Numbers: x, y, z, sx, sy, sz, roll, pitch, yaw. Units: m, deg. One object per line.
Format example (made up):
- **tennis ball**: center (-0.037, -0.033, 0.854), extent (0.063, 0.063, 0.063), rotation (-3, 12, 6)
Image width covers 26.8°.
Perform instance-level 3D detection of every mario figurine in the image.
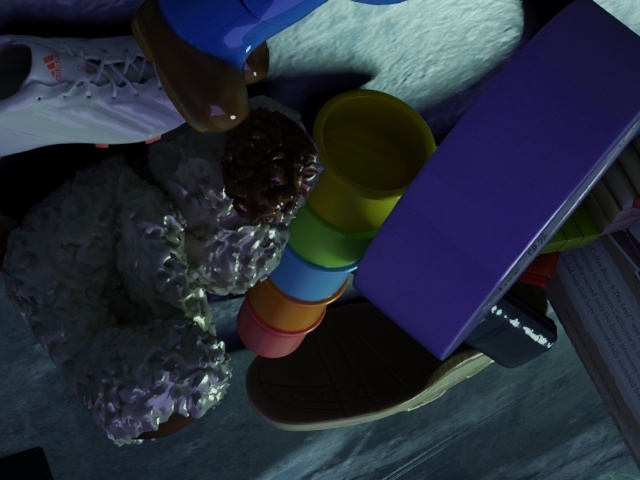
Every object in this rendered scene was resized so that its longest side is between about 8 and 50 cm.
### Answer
- **mario figurine**: center (0.066, -0.157, 0.708), extent (0.320, 0.198, 0.170), rotation (-31, 144, 22)

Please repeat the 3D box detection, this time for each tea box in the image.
- **tea box**: center (0.420, 0.076, 1.356), extent (0.220, 0.329, 0.323), rotation (-39, 152, 28)

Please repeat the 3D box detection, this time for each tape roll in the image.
- **tape roll**: center (0.144, -0.043, 0.993), extent (0.275, 0.090, 0.275), rotation (-48, 170, -12)

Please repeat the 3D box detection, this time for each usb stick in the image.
- **usb stick**: center (0.121, 0.049, 1.248), extent (0.077, 0.045, 0.278), rotation (-27, 138, 32)

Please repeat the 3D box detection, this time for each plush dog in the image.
- **plush dog**: center (-0.100, -0.012, 0.905), extent (0.225, 0.210, 0.262), rotation (-38, -175, -5)

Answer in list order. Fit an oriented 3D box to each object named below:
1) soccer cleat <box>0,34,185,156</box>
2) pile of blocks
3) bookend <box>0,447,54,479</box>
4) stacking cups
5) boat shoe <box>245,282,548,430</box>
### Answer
- **soccer cleat**: center (-0.145, -0.091, 0.785), extent (0.196, 0.068, 0.076), rotation (-15, 151, -16)
- **pile of blocks**: center (0.262, -0.057, 1.194), extent (0.362, 0.112, 0.149), rotation (-39, 153, 28)
- **bookend**: center (-0.322, 0.307, 1.313), extent (0.156, 0.157, 0.072), rotation (-17, 155, -20)
- **stacking cups**: center (0.000, 0.000, 1.098), extent (0.096, 0.096, 0.316), rotation (-15, 158, -23)
- **boat shoe**: center (0.078, 0.127, 1.380), extent (0.341, 0.121, 0.110), rotation (-16, 154, -23)
